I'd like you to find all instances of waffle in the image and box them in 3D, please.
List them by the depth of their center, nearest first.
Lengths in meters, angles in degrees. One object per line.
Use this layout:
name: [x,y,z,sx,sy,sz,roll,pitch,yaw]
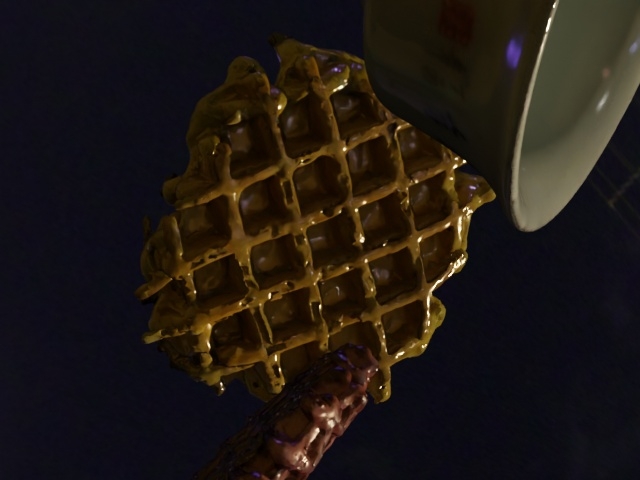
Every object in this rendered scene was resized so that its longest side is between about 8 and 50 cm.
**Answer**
waffle: [-0.055,0.175,0.856,0.055,0.234,0.221,48,-56,0]
waffle: [0.000,0.000,1.193,0.095,0.382,0.379,28,-85,59]

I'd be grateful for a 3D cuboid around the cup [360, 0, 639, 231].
cup: [0.137,-0.195,0.764,0.163,0.347,0.347,26,-97,21]
